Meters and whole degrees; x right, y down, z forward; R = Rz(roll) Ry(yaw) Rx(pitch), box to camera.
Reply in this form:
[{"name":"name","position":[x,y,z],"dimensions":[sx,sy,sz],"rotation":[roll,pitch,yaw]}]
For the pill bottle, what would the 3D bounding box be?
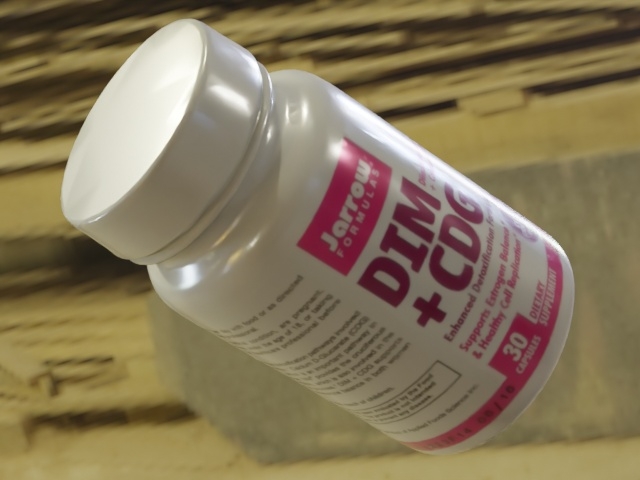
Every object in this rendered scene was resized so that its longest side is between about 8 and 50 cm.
[{"name":"pill bottle","position":[0.000,0.000,1.038],"dimensions":[0.160,0.283,0.160],"rotation":[-38,34,32]}]
